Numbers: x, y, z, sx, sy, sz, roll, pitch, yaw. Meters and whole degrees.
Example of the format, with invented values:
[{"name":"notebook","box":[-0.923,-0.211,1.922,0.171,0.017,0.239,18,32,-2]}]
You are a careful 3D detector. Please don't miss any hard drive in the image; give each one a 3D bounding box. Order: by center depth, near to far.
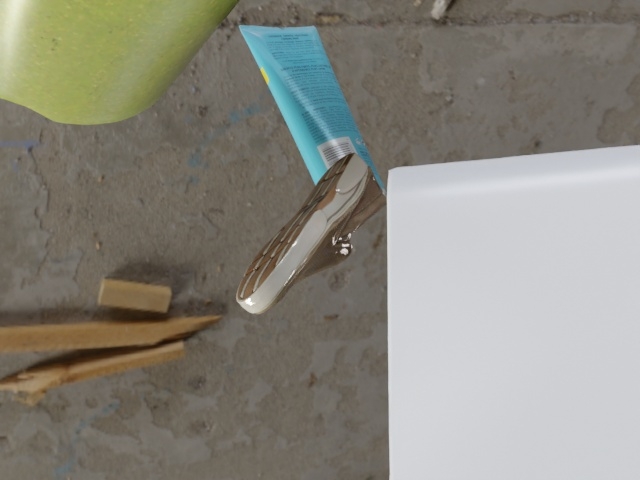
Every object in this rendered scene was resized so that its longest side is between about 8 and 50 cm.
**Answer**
[{"name":"hard drive","box":[0.200,0.074,0.273,0.353,0.232,0.047,-3,172,23]}]

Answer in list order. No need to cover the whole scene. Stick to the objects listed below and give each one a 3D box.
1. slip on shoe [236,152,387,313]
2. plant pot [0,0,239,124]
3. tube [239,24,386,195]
[{"name":"slip on shoe","box":[0.000,0.000,0.435,0.041,0.135,0.051,48,134,-14]},{"name":"plant pot","box":[-0.131,-0.214,0.436,0.276,0.276,0.254,14,144,-25]},{"name":"tube","box":[-0.004,-0.118,0.656,0.080,0.207,0.052,-7,154,-33]}]
